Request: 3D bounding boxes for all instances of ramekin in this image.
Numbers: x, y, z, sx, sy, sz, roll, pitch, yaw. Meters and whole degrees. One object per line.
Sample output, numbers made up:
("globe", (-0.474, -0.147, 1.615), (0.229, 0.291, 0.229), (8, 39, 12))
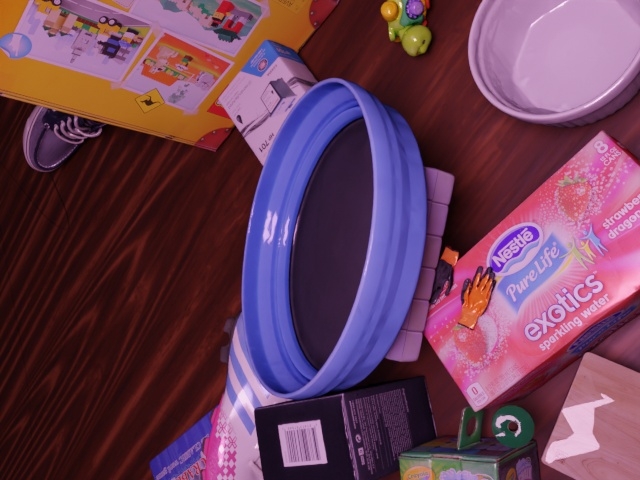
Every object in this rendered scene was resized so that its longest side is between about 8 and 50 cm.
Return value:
("ramekin", (0.294, -0.233, 0.724), (0.207, 0.109, 0.207), (-4, 83, 38))

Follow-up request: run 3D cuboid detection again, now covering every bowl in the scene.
("bowl", (0.000, 0.000, 0.763), (0.391, 0.077, 0.391), (-36, 49, 56))

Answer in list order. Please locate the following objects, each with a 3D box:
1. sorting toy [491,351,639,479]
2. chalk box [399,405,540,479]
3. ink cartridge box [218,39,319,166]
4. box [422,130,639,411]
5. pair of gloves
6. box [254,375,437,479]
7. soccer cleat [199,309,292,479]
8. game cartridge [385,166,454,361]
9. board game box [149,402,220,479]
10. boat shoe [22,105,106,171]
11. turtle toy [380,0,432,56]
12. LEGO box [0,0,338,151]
("sorting toy", (0.337, 0.214, 0.662), (0.274, 0.046, 0.132), (23, 85, 19))
("chalk box", (0.184, 0.309, 0.738), (0.132, 0.132, 0.213), (-12, 77, 37))
("ink cartridge box", (-0.061, -0.210, 1.003), (0.139, 0.082, 0.191), (-44, 67, 26))
("box", (0.268, 0.044, 0.693), (0.300, 0.142, 0.154), (-46, 58, 25))
("pair of gloves", (0.154, 0.052, 0.685), (0.083, 0.010, 0.074), (31, 104, 39))
("box", (0.039, 0.253, 0.809), (0.153, 0.207, 0.108), (-20, 73, 36))
("soccer cleat", (-0.084, 0.256, 0.893), (0.143, 0.116, 0.331), (-2, 74, 22))
("game cartridge", (0.039, 0.011, 0.834), (0.355, 0.068, 0.230), (16, 92, 66))
("board game box", (-0.127, 0.439, 1.007), (0.318, 0.066, 0.318), (-44, 61, 26))
("boat shoe", (-0.564, -0.271, 1.384), (0.340, 0.127, 0.158), (-55, 49, 19))
("turtle toy", (0.127, -0.330, 0.885), (0.066, 0.095, 0.130), (-4, 83, 16))
("LEGO box", (-0.273, -0.372, 0.935), (0.372, 0.500, 0.193), (-43, 62, 25))
